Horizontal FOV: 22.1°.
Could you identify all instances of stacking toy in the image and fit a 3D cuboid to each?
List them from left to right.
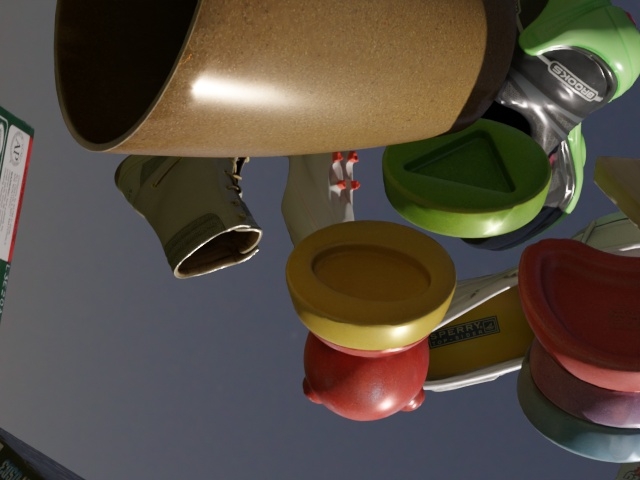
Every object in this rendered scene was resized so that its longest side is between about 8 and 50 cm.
[{"bbox_3d":[0.147,0.044,1.232,0.279,0.309,0.130,-63,160,-50],"label":"stacking toy"}]

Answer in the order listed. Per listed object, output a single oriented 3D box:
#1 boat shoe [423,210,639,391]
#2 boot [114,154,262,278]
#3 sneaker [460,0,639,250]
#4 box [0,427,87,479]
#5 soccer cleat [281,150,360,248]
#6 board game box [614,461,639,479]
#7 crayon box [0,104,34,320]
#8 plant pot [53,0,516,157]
[{"bbox_3d":[0.239,0.069,1.648,0.156,0.367,0.136,-91,165,-75],"label":"boat shoe"},{"bbox_3d":[-0.094,-0.063,1.731,0.165,0.213,0.077,55,-9,37],"label":"boot"},{"bbox_3d":[0.179,-0.119,1.716,0.185,0.202,0.483,58,-15,20],"label":"sneaker"},{"bbox_3d":[-0.180,0.287,1.489,0.073,0.295,0.293,-56,-155,-6],"label":"box"},{"bbox_3d":[0.000,0.000,1.569,0.076,0.068,0.196,-6,-97,35],"label":"soccer cleat"},{"bbox_3d":[0.384,0.358,1.956,0.303,0.097,0.224,-53,153,-53],"label":"board game box"},{"bbox_3d":[-0.371,0.074,1.023,0.106,0.313,0.363,46,52,-78],"label":"crayon box"},{"bbox_3d":[-0.009,-0.148,1.054,0.237,0.254,0.237,-29,-125,53],"label":"plant pot"}]
